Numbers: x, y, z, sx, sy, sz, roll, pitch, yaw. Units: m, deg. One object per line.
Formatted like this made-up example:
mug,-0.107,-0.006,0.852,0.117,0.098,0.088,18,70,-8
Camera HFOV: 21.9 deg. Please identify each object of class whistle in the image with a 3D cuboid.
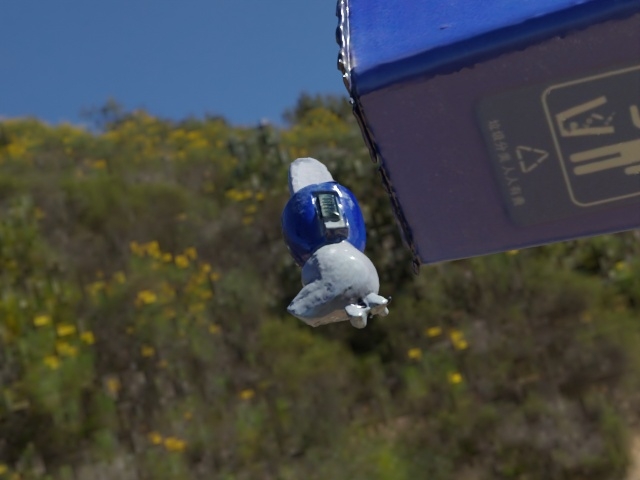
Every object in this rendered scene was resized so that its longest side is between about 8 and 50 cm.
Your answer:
whistle,0.000,0.000,0.553,0.033,0.083,0.029,-1,-51,-12

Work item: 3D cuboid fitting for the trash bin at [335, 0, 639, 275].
trash bin,0.134,-0.092,0.742,0.234,0.184,0.162,-16,-55,11
